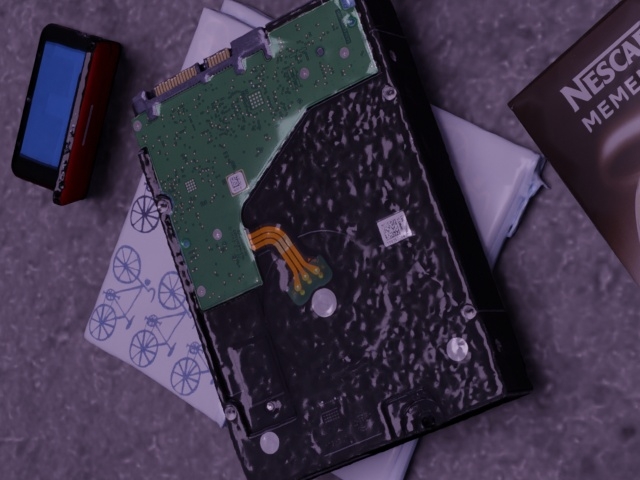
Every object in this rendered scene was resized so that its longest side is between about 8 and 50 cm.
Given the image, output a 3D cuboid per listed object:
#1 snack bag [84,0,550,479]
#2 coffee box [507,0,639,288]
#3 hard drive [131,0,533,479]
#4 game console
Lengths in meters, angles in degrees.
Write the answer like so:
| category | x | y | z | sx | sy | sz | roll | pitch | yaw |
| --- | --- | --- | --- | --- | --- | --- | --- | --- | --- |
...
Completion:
| category | x | y | z | sx | sy | sz | roll | pitch | yaw |
| --- | --- | --- | --- | --- | --- | --- | --- | --- | --- |
| snack bag | -0.017 | 0.012 | 1.498 | 0.342 | 0.037 | 0.323 | 30 | 104 | 29 |
| coffee box | 0.288 | -0.028 | 1.257 | 0.168 | 0.119 | 0.297 | -43 | 68 | 24 |
| hard drive | 0.000 | 0.000 | 1.432 | 0.237 | 0.064 | 0.339 | -26 | 78 | 26 |
| game console | -0.232 | -0.112 | 1.610 | 0.085 | 0.124 | 0.144 | 14 | 97 | 5 |
